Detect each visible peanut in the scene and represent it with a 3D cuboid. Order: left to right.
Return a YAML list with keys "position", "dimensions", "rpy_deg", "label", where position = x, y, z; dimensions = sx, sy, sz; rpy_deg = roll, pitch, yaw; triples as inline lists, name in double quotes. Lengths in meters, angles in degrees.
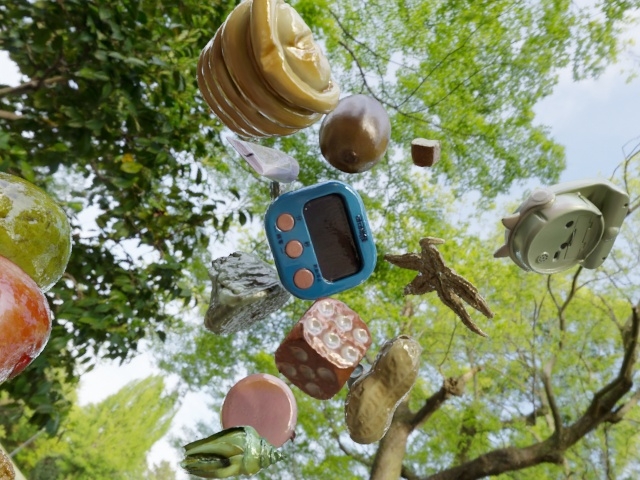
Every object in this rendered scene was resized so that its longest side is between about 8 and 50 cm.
- position: [0.151, 0.361, 1.083]
  dimensions: [0.130, 0.290, 0.130]
  rpy_deg: [34, -2, 1]
  label: "peanut"

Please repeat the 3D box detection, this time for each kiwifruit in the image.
- position: [0.094, -0.284, 1.199]
  dimensions: [0.196, 0.233, 0.195]
  rpy_deg: [4, -46, 4]
  label: "kiwifruit"

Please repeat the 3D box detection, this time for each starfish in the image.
- position: [0.278, 0.097, 1.076]
  dimensions: [0.299, 0.060, 0.302]
  rpy_deg: [57, -22, -21]
  label: "starfish"

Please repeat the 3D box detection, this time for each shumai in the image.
- position: [-0.277, 0.145, 1.489]
  dimensions: [0.263, 0.310, 0.304]
  rpy_deg: [62, -13, 22]
  label: "shumai"

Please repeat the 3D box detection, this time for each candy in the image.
- position: [-0.191, 0.556, 1.408]
  dimensions: [0.255, 0.255, 0.094]
  rpy_deg: [46, -31, 6]
  label: "candy"

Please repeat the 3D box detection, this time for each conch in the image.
- position: [-0.160, 0.378, 0.780]
  dimensions: [0.201, 0.095, 0.079]
  rpy_deg: [-15, -86, 3]
  label: "conch"

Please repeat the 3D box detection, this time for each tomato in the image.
- position: [-0.544, 0.121, 0.624]
  dimensions: [0.265, 0.265, 0.264]
  rpy_deg: [25, -46, 29]
  label: "tomato"

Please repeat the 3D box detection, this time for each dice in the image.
- position: [0.008, 0.253, 1.054]
  dimensions: [0.175, 0.174, 0.179]
  rpy_deg: [36, -49, 9]
  label: "dice"

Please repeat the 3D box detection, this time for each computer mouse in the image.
- position: [-0.175, -0.210, 1.837]
  dimensions: [0.090, 0.379, 0.167]
  rpy_deg: [10, -49, 2]
  label: "computer mouse"

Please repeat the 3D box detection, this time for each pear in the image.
- position: [-0.641, -0.007, 0.876]
  dimensions: [0.253, 0.253, 0.307]
  rpy_deg: [36, -38, 17]
  label: "pear"

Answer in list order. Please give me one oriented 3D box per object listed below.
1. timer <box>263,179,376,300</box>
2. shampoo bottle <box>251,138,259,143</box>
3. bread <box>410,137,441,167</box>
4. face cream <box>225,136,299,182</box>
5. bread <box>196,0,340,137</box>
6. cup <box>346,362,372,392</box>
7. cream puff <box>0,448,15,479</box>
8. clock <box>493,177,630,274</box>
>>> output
- position: [0.000, 0.000, 1.347]
  dimensions: [0.115, 0.309, 0.339]
  rpy_deg: [-154, -134, -77]
  label: "timer"
- position: [-0.150, -0.325, 1.192]
  dimensions: [0.034, 0.049, 0.141]
  rpy_deg: [44, -59, 28]
  label: "shampoo bottle"
- position: [0.303, -0.255, 1.280]
  dimensions: [0.077, 0.083, 0.070]
  rpy_deg: [14, -61, 27]
  label: "bread"
- position: [-0.159, -0.229, 1.308]
  dimensions: [0.096, 0.274, 0.154]
  rpy_deg: [-43, -106, 17]
  label: "face cream"
- position: [-0.098, -0.228, 0.647]
  dimensions: [0.172, 0.121, 0.311]
  rpy_deg: [52, -16, -21]
  label: "bread"
- position: [0.184, 0.607, 1.916]
  dimensions: [0.199, 0.199, 0.150]
  rpy_deg: [1, -46, 43]
  label: "cup"
- position: [-0.815, 0.569, 0.911]
  dimensions: [0.231, 0.327, 0.342]
  rpy_deg: [-21, -94, 35]
  label: "cream puff"
- position: [0.636, -0.021, 1.194]
  dimensions: [0.108, 0.325, 0.265]
  rpy_deg: [-108, -170, -52]
  label: "clock"
